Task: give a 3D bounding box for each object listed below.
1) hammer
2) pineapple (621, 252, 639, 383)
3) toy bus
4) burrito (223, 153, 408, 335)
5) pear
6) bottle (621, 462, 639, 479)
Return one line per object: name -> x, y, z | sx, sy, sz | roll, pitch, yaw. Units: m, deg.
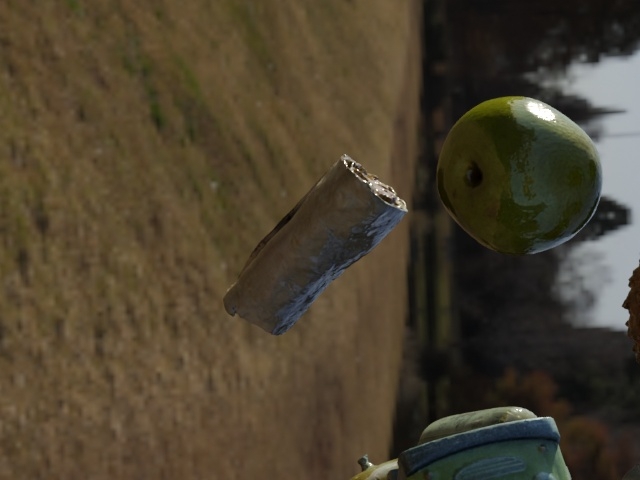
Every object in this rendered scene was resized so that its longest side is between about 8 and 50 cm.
hammer -> 0.150, 0.303, 2.020 | 0.202, 0.305, 0.113 | -23, -101, 50
pineapple -> 0.509, 0.144, 2.007 | 0.357, 0.223, 0.223 | 74, 13, -57
toy bus -> 0.145, 0.299, 1.336 | 0.312, 0.152, 0.190 | 93, -17, -59
burrito -> -0.003, 0.000, 1.880 | 0.105, 0.299, 0.143 | 51, 34, 10
pear -> 0.229, -0.066, 1.622 | 0.216, 0.180, 0.166 | 9, 102, -46
bottle -> 0.445, 0.309, 1.667 | 0.233, 0.110, 0.110 | -2, -88, 54
